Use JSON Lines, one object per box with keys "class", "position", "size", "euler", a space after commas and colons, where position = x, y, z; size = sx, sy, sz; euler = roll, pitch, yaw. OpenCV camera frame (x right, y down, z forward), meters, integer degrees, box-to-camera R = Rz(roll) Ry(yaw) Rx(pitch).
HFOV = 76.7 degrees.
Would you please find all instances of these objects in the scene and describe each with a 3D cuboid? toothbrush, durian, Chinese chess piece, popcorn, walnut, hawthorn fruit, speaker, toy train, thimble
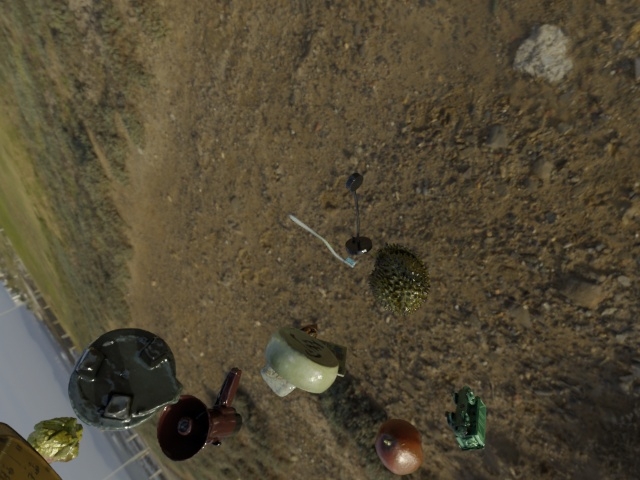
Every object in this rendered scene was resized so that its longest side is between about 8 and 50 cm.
{"class": "toothbrush", "position": [0.000, 0.000, 1.249], "size": [0.262, 0.026, 0.022], "euler": [36, 178, 12]}
{"class": "durian", "position": [0.322, 0.151, 1.624], "size": [0.293, 0.257, 0.259], "euler": [-96, 9, -49]}
{"class": "Chinese chess piece", "position": [-0.059, 0.381, 1.310], "size": [0.250, 0.250, 0.101], "euler": [33, 94, 32]}
{"class": "popcorn", "position": [-0.752, 0.568, 1.149], "size": [0.126, 0.125, 0.145], "euler": [55, 157, 31]}
{"class": "walnut", "position": [-0.083, 0.460, 1.857], "size": [0.116, 0.207, 0.116], "euler": [44, 175, 4]}
{"class": "hawthorn fruit", "position": [0.293, 0.787, 1.565], "size": [0.199, 0.200, 0.251], "euler": [23, 162, 40]}
{"class": "speaker", "position": [-0.396, 0.599, 1.430], "size": [0.197, 0.329, 0.260], "euler": [-13, 72, 13]}
{"class": "toy train", "position": [0.619, 0.747, 1.721], "size": [0.115, 0.269, 0.155], "euler": [-26, 100, 31]}
{"class": "thimble", "position": [-0.156, 0.666, 2.145], "size": [0.195, 0.291, 0.291], "euler": [50, 144, 5]}

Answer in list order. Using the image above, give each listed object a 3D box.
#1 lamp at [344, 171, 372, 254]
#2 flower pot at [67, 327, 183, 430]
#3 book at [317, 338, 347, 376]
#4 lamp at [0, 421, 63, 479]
{"class": "lamp", "position": [0.153, -0.084, 1.477], "size": [0.108, 0.130, 0.372], "euler": [44, 148, 30]}
{"class": "flower pot", "position": [-0.558, 0.408, 1.183], "size": [0.299, 0.299, 0.283], "euler": [54, 141, 8]}
{"class": "book", "position": [0.028, 0.551, 1.925], "size": [0.192, 0.168, 0.013], "euler": [15, 128, -2]}
{"class": "lamp", "position": [-0.478, 0.371, 0.583], "size": [0.161, 0.161, 0.185], "euler": [7, 128, 48]}
